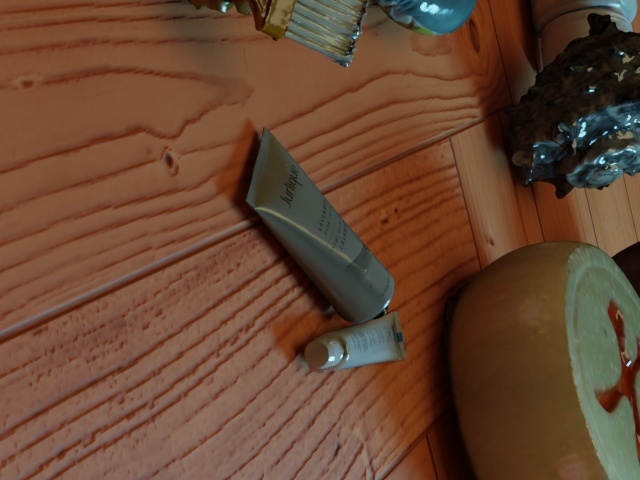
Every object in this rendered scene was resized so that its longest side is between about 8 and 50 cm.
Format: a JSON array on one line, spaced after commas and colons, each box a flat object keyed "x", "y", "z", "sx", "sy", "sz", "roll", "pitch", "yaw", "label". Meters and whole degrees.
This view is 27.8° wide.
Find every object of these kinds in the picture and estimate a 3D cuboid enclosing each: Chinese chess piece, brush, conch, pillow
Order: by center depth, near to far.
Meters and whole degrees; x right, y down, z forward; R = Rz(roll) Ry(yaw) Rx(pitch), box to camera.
[{"x": -0.084, "y": -0.207, "z": 0.859, "sx": 0.314, "sy": 0.017, "sz": 0.090, "roll": 19, "pitch": 89, "yaw": -38, "label": "brush"}, {"x": 0.087, "y": -0.316, "z": 1.281, "sx": 0.214, "sy": 0.086, "sz": 0.233, "roll": 26, "pitch": 56, "yaw": -52, "label": "pillow"}, {"x": 0.258, "y": 0.168, "z": 1.325, "sx": 0.338, "sy": 0.141, "sz": 0.338, "roll": 38, "pitch": 41, "yaw": -43, "label": "Chinese chess piece"}, {"x": 0.350, "y": -0.148, "z": 1.570, "sx": 0.313, "sy": 0.186, "sz": 0.240, "roll": -30, "pitch": 152, "yaw": -42, "label": "conch"}]

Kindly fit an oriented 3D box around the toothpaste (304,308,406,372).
[{"x": 0.035, "y": 0.087, "z": 1.088, "sx": 0.190, "sy": 0.031, "sz": 0.048, "roll": -2, "pitch": 79, "yaw": -67, "label": "toothpaste"}]

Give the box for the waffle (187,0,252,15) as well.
[{"x": -0.078, "y": -0.346, "z": 0.953, "sx": 0.224, "sy": 0.098, "sz": 0.327, "roll": -54, "pitch": 132, "yaw": -54, "label": "waffle"}]

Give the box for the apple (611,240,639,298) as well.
[{"x": 0.448, "y": 0.138, "z": 1.656, "sx": 0.306, "sy": 0.235, "sz": 0.305, "roll": 41, "pitch": 43, "yaw": -52, "label": "apple"}]

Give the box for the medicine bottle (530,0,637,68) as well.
[{"x": 0.354, "y": -0.343, "z": 1.749, "sx": 0.143, "sy": 0.143, "sz": 0.258, "roll": 29, "pitch": 54, "yaw": -57, "label": "medicine bottle"}]

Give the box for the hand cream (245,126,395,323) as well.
[{"x": 0.000, "y": 0.000, "z": 1.033, "sx": 0.186, "sy": 0.054, "sz": 0.087, "roll": 50, "pitch": 34, "yaw": -34, "label": "hand cream"}]
